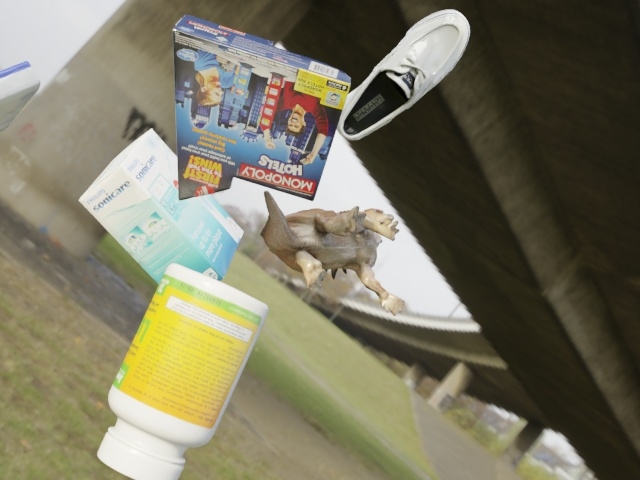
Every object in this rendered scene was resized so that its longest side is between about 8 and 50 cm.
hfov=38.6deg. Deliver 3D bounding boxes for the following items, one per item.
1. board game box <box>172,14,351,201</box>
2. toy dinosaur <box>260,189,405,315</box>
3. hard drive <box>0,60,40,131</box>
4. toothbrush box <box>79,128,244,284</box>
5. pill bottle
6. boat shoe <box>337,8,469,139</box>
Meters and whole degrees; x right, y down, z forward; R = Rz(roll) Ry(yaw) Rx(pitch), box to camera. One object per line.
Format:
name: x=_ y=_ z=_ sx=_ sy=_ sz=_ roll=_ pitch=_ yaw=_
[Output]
board game box: x=-0.084 y=-0.123 z=1.012 sx=0.194 sy=0.194 sz=0.060 roll=17 pitch=30 yaw=-3
toy dinosaur: x=0.000 y=0.000 z=1.241 sx=0.296 sy=0.127 sz=0.200 roll=15 pitch=6 yaw=-40
hard drive: x=-0.528 y=-0.123 z=1.155 sx=0.210 sy=0.319 sz=0.040 roll=-20 pitch=-79 yaw=56
toothbrush box: x=-0.310 y=-0.048 z=1.831 sx=0.295 sy=0.126 sz=0.216 roll=49 pitch=22 yaw=-15
pill bottle: x=-0.172 y=0.164 z=1.105 sx=0.136 sy=0.245 sz=0.136 roll=24 pitch=-7 yaw=3
boat shoe: x=0.128 y=-0.242 z=1.384 sx=0.095 sy=0.258 sz=0.084 roll=41 pitch=13 yaw=-12
